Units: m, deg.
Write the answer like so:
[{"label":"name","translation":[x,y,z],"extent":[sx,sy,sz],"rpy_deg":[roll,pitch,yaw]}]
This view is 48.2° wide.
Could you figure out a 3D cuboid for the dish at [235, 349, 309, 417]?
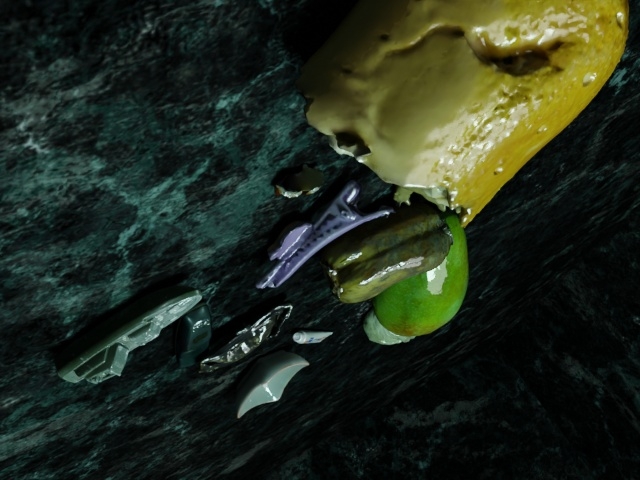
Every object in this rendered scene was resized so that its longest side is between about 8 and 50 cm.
[{"label":"dish","translation":[-0.140,0.360,1.854],"extent":[0.151,0.077,0.212],"rpy_deg":[-16,152,-42]}]

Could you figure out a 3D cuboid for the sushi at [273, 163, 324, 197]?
[{"label":"sushi","translation":[-0.037,-0.091,1.122],"extent":[0.083,0.044,0.046],"rpy_deg":[-13,172,-39]}]

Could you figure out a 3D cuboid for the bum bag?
[{"label":"bum bag","translation":[-0.158,0.203,1.509],"extent":[0.248,0.069,0.102],"rpy_deg":[-32,-177,-21]}]

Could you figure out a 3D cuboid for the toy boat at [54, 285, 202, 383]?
[{"label":"toy boat","translation":[-0.307,0.155,1.172],"extent":[0.260,0.085,0.078],"rpy_deg":[-32,158,-4]}]

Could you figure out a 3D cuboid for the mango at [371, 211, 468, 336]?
[{"label":"mango","translation":[0.240,0.080,1.654],"extent":[0.225,0.201,0.382],"rpy_deg":[-3,138,-14]}]

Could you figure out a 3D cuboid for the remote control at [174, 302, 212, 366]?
[{"label":"remote control","translation":[-0.244,0.186,1.384],"extent":[0.072,0.042,0.222],"rpy_deg":[-26,157,-25]}]

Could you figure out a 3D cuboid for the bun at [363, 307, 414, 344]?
[{"label":"bun","translation":[0.229,0.227,2.037],"extent":[0.204,0.127,0.212],"rpy_deg":[-40,159,20]}]

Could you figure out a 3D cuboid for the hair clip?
[{"label":"hair clip","translation":[-0.005,-0.014,1.268],"extent":[0.278,0.090,0.137],"rpy_deg":[-32,173,16]}]

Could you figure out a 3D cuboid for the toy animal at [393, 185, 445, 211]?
[{"label":"toy animal","translation":[0.183,-0.125,1.296],"extent":[0.100,0.103,0.219],"rpy_deg":[2,160,6]}]

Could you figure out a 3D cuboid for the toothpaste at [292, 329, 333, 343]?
[{"label":"toothpaste","translation":[-0.022,0.250,1.860],"extent":[0.052,0.033,0.218],"rpy_deg":[-34,163,12]}]

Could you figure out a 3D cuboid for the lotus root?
[{"label":"lotus root","translation":[0.132,0.019,1.426],"extent":[0.274,0.152,0.160],"rpy_deg":[-21,159,-10]}]

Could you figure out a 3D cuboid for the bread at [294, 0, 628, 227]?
[{"label":"bread","translation":[0.201,-0.210,0.907],"extent":[0.394,0.250,0.361],"rpy_deg":[-41,158,15]}]
